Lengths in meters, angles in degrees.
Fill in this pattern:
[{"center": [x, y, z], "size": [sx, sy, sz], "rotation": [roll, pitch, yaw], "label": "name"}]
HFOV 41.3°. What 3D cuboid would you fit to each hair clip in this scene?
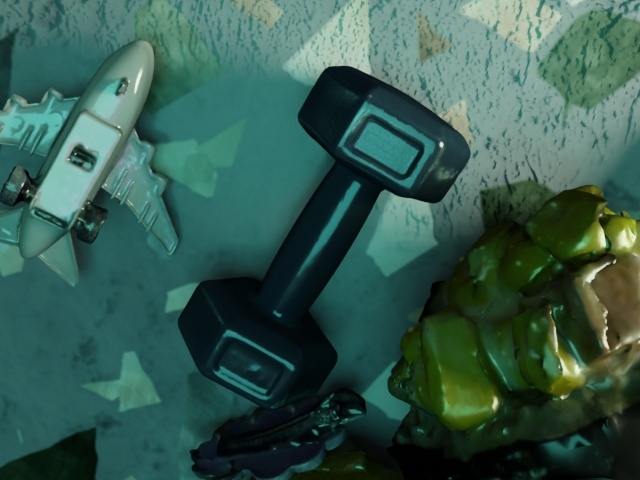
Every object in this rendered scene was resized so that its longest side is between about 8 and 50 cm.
[{"center": [-0.047, 0.198, 0.868], "size": [0.195, 0.124, 0.052], "rotation": [-20, 108, 8], "label": "hair clip"}]

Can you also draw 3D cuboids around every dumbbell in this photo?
[{"center": [0.000, 0.000, 0.802], "size": [0.143, 0.156, 0.316], "rotation": [38, 106, 23], "label": "dumbbell"}]

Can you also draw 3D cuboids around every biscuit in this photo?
[{"center": [0.027, 0.285, 0.904], "size": [0.215, 0.034, 0.182], "rotation": [-29, 115, 29], "label": "biscuit"}]

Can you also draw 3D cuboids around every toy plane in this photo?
[{"center": [-0.228, -0.077, 0.811], "size": [0.251, 0.101, 0.255], "rotation": [29, 105, -18], "label": "toy plane"}]

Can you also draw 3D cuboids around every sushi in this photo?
[{"center": [0.190, 0.126, 0.754], "size": [0.329, 0.328, 0.285], "rotation": [-29, 90, 26], "label": "sushi"}]
